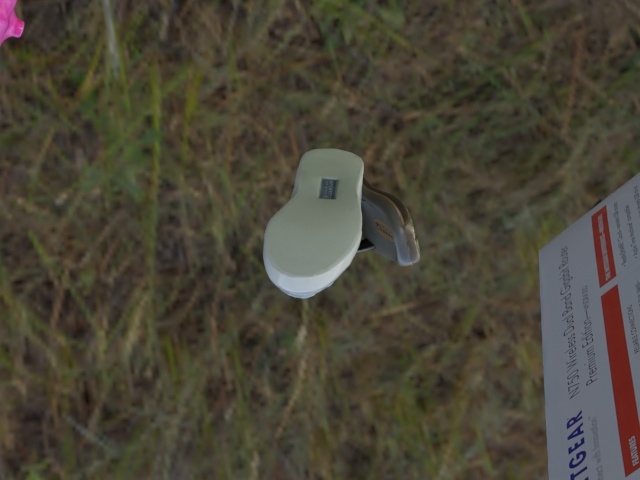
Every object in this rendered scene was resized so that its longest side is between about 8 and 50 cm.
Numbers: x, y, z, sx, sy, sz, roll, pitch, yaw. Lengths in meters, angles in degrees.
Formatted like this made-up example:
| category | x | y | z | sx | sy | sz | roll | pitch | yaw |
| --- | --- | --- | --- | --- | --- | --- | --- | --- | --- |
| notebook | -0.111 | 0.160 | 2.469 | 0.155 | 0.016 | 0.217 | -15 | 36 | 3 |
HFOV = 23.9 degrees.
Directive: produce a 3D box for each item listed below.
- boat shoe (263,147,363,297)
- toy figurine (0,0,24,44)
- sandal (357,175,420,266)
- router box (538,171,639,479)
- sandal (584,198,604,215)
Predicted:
| category | x | y | z | sx | sy | sz | roll | pitch | yaw |
| --- | --- | --- | --- | --- | --- | --- | --- | --- | --- |
| boat shoe | -0.001 | 0.000 | 1.321 | 0.079 | 0.227 | 0.081 | 8 | 120 | 5 |
| toy figurine | -0.240 | -0.145 | 0.815 | 0.173 | 0.130 | 0.159 | 18 | 171 | 32 |
| sandal | 0.033 | -0.016 | 1.526 | 0.060 | 0.219 | 0.090 | -24 | 114 | -14 |
| router box | 0.256 | 0.011 | 0.788 | 0.301 | 0.335 | 0.082 | -39 | 104 | 21 |
| sandal | 0.292 | 0.027 | 1.168 | 0.054 | 0.097 | 0.254 | -49 | 141 | 12 |
